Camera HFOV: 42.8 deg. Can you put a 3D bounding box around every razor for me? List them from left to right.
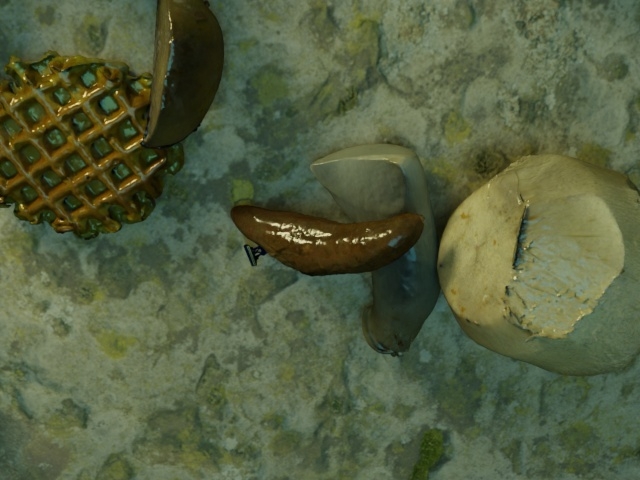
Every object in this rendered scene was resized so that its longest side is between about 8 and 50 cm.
[{"bbox_3d":[-0.054,-0.002,1.403,0.155,0.028,0.044,-19,115,3],"label":"razor"}]

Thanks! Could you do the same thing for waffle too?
[{"bbox_3d":[-0.378,-0.140,1.281,0.325,0.068,0.302,10,112,-10],"label":"waffle"}]

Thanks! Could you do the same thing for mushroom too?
[{"bbox_3d":[0.122,0.027,1.387,0.177,0.126,0.397,-5,116,25],"label":"mushroom"}]

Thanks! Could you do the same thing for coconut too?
[{"bbox_3d":[0.395,0.042,1.314,0.360,0.346,0.346,12,113,-29],"label":"coconut"}]

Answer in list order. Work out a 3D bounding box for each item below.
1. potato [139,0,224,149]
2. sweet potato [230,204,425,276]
[{"bbox_3d":[-0.189,-0.258,1.204,0.120,0.100,0.261,1,101,-24],"label":"potato"},{"bbox_3d":[0.002,0.004,1.316,0.342,0.092,0.114,5,104,27],"label":"sweet potato"}]
